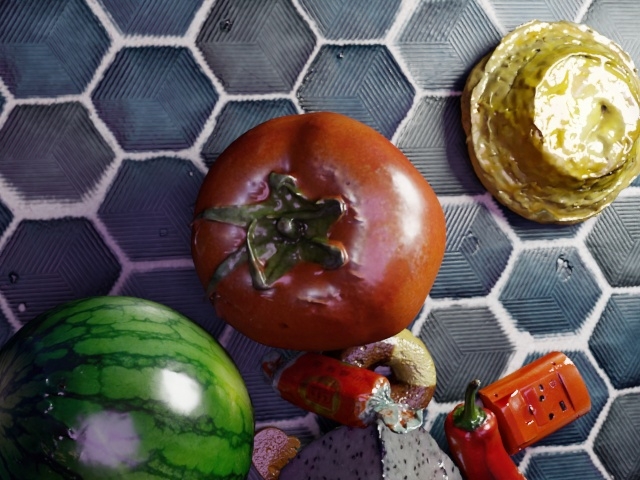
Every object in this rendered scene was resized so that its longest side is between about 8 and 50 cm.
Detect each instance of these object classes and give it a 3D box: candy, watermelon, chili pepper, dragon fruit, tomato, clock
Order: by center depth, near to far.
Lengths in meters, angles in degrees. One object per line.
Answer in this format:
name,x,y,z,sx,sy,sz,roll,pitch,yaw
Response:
watermelon,-0.255,0.239,1.011,0.363,0.363,0.363,0,90,-10
tomato,0.000,0.000,1.103,0.341,0.273,0.341,-3,81,18
candy,0.017,0.208,1.122,0.086,0.292,0.059,-41,131,-40
dragon fruit,0.074,0.414,1.151,0.204,0.221,0.283,29,47,-47
chili pepper,0.292,0.361,1.225,0.368,0.137,0.092,52,40,-12
clock,0.345,0.257,1.267,0.155,0.061,0.113,-26,94,-11

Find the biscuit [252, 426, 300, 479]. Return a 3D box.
biscuit,-0.066,0.324,1.214,0.078,0.015,0.091,-30,95,-11

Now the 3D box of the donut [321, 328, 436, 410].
donut,0.090,0.207,1.216,0.184,0.073,0.166,15,84,-11

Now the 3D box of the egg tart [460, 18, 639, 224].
egg tart,0.384,-0.190,1.244,0.341,0.129,0.341,0,88,-11
